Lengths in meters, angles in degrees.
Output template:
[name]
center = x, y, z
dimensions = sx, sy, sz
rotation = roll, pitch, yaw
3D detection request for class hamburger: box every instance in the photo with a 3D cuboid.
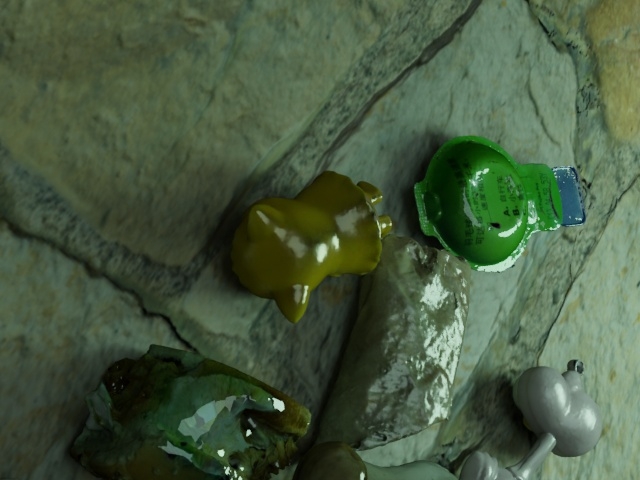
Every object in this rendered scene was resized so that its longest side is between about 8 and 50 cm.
[hamburger]
center = -0.127, 0.222, 1.252
dimensions = 0.288, 0.192, 0.168
rotation = 31, 74, -27

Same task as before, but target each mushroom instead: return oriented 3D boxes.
[mushroom]
center = 0.073, 0.320, 1.374
dimensions = 0.328, 0.122, 0.159
rotation = 36, 31, -47

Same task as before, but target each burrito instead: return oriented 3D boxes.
[burrito]
center = 0.108, 0.153, 1.477
dimensions = 0.175, 0.107, 0.348
rotation = 23, 65, -9

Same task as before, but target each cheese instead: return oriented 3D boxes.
[cheese]
center = 0.267, -0.056, 1.648
dimensions = 0.320, 0.083, 0.204
rotation = -5, 82, -34

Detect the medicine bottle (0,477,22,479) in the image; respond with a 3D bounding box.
[medicine bottle]
center = -0.313, 0.366, 1.110
dimensions = 0.139, 0.139, 0.237
rotation = 36, 63, -25

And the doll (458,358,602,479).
[doll]
center = 0.291, 0.307, 1.589
dimensions = 0.160, 0.094, 0.365
rotation = 48, 58, -16

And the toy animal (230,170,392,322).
[toy animal]
center = -0.002, -0.005, 1.410
dimensions = 0.229, 0.156, 0.156
rotation = -29, 99, -40
